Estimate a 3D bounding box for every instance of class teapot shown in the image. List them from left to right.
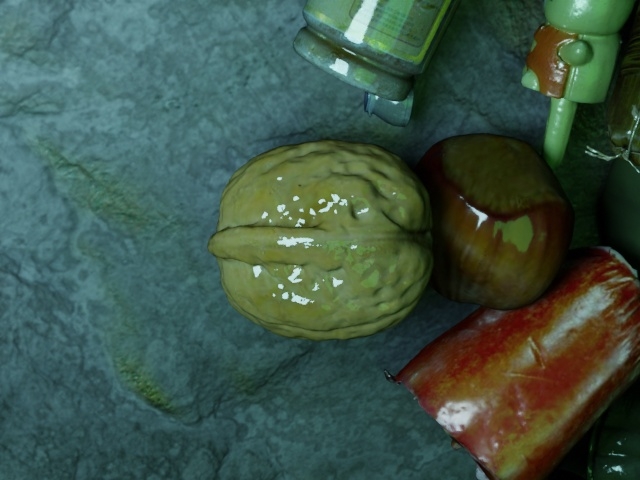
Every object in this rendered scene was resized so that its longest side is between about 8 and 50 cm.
[{"bbox_3d":[0.080,-0.177,1.545,0.057,0.066,0.088,6,89,-6],"label":"teapot"}]

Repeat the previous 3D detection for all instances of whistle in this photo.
[{"bbox_3d":[0.300,-0.223,1.578,0.106,0.131,0.288,14,113,4],"label":"whistle"}]

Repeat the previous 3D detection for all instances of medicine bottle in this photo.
[{"bbox_3d":[0.099,-0.321,1.427,0.151,0.151,0.322,19,105,-28],"label":"medicine bottle"}]

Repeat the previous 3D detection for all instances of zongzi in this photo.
[{"bbox_3d":[0.422,-0.178,1.586,0.241,0.111,0.247,25,83,-61],"label":"zongzi"}]

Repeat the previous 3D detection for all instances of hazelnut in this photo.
[{"bbox_3d":[0.202,-0.026,1.601,0.210,0.210,0.186,49,58,-32],"label":"hazelnut"}]

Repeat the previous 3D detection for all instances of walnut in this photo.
[{"bbox_3d":[0.000,0.000,1.499,0.257,0.257,0.224,0,88,-22],"label":"walnut"}]

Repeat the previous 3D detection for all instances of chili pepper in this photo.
[{"bbox_3d":[0.269,0.168,1.669,0.305,0.251,0.229,-36,89,-9],"label":"chili pepper"}]

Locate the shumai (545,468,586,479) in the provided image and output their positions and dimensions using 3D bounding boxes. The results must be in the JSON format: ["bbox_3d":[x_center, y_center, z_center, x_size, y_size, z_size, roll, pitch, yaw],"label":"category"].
[{"bbox_3d":[0.300,0.441,1.884,0.222,0.203,0.272,19,144,-7],"label":"shumai"}]

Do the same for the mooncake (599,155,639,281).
[{"bbox_3d":[0.537,-0.034,1.722,0.351,0.187,0.351,-10,119,-19],"label":"mooncake"}]

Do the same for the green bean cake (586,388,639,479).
[{"bbox_3d":[0.459,0.308,1.821,0.227,0.125,0.222,12,81,-50],"label":"green bean cake"}]
